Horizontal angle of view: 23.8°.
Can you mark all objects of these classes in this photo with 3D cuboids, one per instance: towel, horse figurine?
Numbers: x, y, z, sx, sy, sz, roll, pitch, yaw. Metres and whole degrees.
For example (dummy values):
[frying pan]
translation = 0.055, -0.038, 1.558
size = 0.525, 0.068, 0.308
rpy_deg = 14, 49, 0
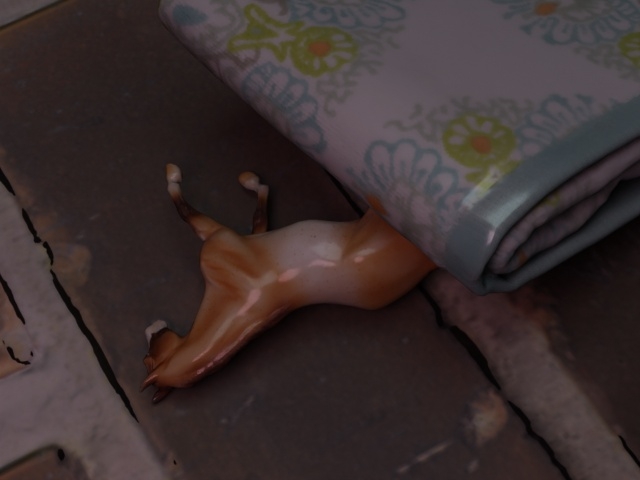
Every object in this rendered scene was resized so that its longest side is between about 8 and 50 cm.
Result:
[towel]
translation = 0.129, -0.140, 1.048
size = 0.374, 0.090, 0.320
rpy_deg = -28, 51, -31
[horse figurine]
translation = 0.000, 0.000, 1.014
size = 0.263, 0.066, 0.174
rpy_deg = -11, 46, 2
